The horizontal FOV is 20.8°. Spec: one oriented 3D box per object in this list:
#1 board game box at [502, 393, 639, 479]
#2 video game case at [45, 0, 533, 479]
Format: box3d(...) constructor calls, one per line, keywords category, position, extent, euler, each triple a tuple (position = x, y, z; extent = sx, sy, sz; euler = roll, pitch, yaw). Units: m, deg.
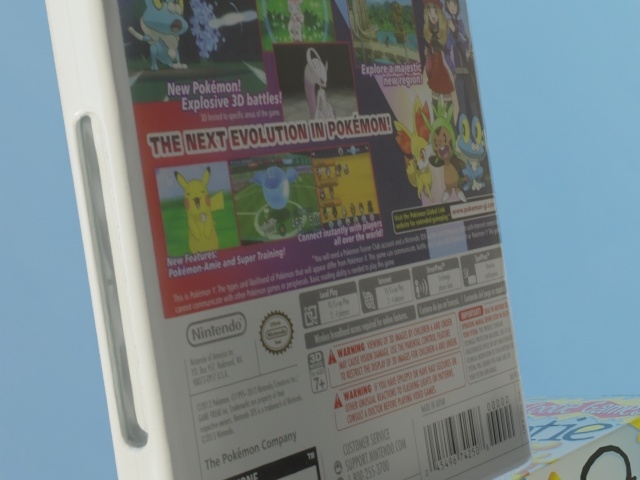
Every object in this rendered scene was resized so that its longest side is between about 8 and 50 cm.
box3d(category="board game box", position=(0.083, 0.190, 0.963), extent=(0.275, 0.144, 0.142), euler=(-17, -83, -43))
box3d(category="video game case", position=(0.000, 0.000, 0.532), extent=(0.201, 0.023, 0.183), euler=(-10, -87, -56))
